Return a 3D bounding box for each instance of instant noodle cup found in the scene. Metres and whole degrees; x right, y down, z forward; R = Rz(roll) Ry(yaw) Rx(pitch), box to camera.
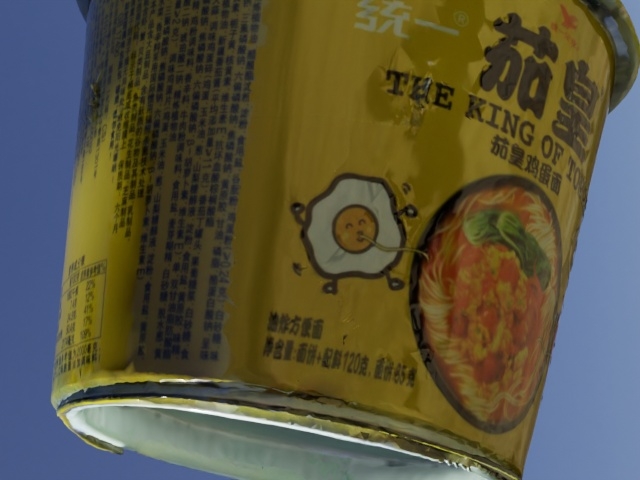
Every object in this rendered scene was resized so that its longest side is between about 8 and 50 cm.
[{"bbox_3d":[0.000,0.000,0.455,0.182,0.182,0.144,43,-128,-59],"label":"instant noodle cup"}]
